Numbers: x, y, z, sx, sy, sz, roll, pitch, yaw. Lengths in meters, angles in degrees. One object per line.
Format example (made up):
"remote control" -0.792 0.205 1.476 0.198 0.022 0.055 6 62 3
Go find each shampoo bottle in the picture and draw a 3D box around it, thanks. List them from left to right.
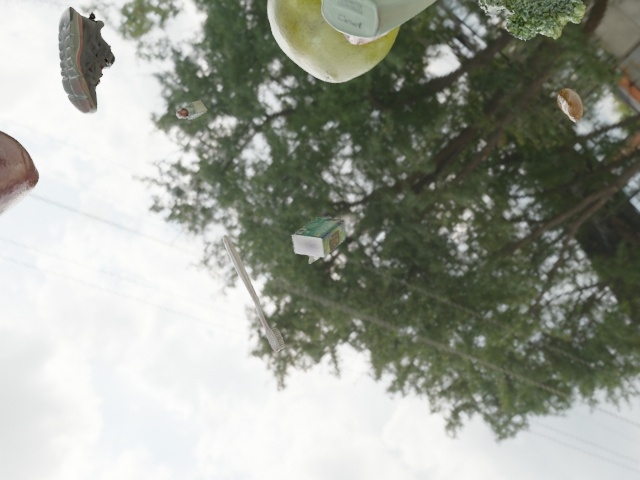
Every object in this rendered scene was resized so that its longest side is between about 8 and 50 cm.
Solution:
"shampoo bottle" 0.154 -0.442 1.306 0.134 0.078 0.359 27 -132 23

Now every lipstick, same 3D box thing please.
"lipstick" -0.294 -0.288 1.749 0.030 0.030 0.129 58 -161 -6

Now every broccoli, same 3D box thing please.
"broccoli" 0.512 -0.607 1.862 0.259 0.235 0.288 14 -108 -20

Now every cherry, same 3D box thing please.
"cherry" -0.682 -0.133 1.527 0.206 0.239 0.239 45 -156 -11

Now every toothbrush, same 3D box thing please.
"toothbrush" -0.159 0.120 1.850 0.029 0.025 0.307 -17 -106 -40

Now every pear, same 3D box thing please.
"pear" 0.029 -0.471 1.608 0.294 0.294 0.294 33 -154 -19

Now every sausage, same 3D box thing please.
"sausage" 0.631 -0.345 1.972 0.062 0.054 0.183 53 -161 -14

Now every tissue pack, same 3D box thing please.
"tissue pack" 0.000 0.001 1.877 0.085 0.079 0.111 7 -152 30

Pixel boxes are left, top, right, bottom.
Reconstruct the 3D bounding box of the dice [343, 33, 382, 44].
"dice" 0.083 -0.412 1.401 0.093 0.094 0.091 139 109 -81

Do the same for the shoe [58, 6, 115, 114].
"shoe" -0.634 -0.488 2.146 0.137 0.114 0.291 -6 -88 -41
